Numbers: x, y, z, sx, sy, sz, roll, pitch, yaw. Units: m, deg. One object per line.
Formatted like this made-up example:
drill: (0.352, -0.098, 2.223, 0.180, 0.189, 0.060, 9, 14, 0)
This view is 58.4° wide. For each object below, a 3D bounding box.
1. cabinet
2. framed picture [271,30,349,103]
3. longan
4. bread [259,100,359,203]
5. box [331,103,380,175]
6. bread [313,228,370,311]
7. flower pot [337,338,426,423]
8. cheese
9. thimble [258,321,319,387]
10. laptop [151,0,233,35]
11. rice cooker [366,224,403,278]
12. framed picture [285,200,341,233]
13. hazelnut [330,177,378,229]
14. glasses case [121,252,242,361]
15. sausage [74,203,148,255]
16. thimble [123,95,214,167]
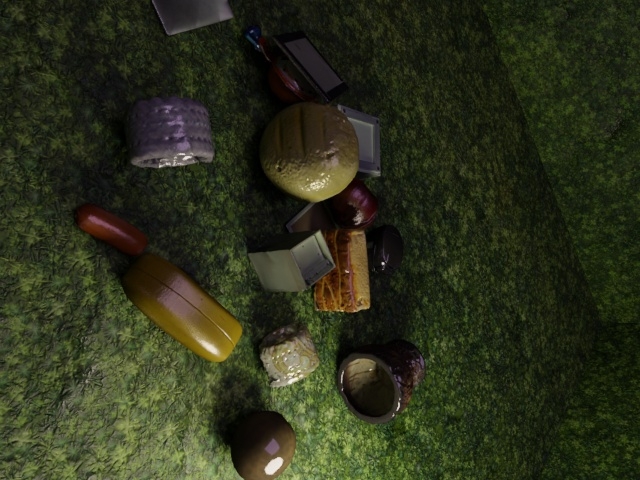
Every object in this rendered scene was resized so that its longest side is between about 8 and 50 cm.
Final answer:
cabinet: (-0.088, 0.067, 1.781, 0.145, 0.206, 0.150, -34, 109, -40)
framed picture: (-0.022, -0.577, 1.882, 0.265, 0.016, 0.347, 48, 25, -9)
longan: (-0.164, 0.598, 1.675, 0.212, 0.198, 0.197, -17, 98, -44)
bread: (-0.036, -0.280, 1.803, 0.237, 0.321, 0.320, 36, 61, -53)
box: (0.107, -0.351, 2.069, 0.225, 0.118, 0.224, 5, 83, -43)
bread: (0.063, 0.097, 1.918, 0.114, 0.185, 0.274, -1, 88, -48)
flower pot: (0.231, 0.478, 2.030, 0.267, 0.267, 0.266, -13, 95, -54)
cheese: (-0.120, -0.558, 1.859, 0.329, 0.129, 0.217, 46, 24, -14)
thimble: (-0.104, 0.358, 1.791, 0.191, 0.137, 0.143, -27, 107, -27)
laptop: (-0.391, -0.727, 1.703, 0.269, 0.015, 0.187, -35, 110, -40)
rice cooker: (0.237, 0.041, 2.154, 0.142, 0.118, 0.202, 29, 66, -39)
framed picture: (0.000, 0.000, 2.003, 0.217, 0.017, 0.274, -43, 115, -37)
hazelnut: (0.107, -0.129, 2.013, 0.204, 0.178, 0.177, 68, 39, -60)
glasses case: (-0.364, 0.195, 1.530, 0.371, 0.173, 0.141, 48, 60, -30)
sausage: (-0.534, -0.028, 1.459, 0.198, 0.076, 0.076, 35, 63, -35)
thimble: (-0.396, -0.283, 1.518, 0.246, 0.217, 0.157, -8, 92, -57)
